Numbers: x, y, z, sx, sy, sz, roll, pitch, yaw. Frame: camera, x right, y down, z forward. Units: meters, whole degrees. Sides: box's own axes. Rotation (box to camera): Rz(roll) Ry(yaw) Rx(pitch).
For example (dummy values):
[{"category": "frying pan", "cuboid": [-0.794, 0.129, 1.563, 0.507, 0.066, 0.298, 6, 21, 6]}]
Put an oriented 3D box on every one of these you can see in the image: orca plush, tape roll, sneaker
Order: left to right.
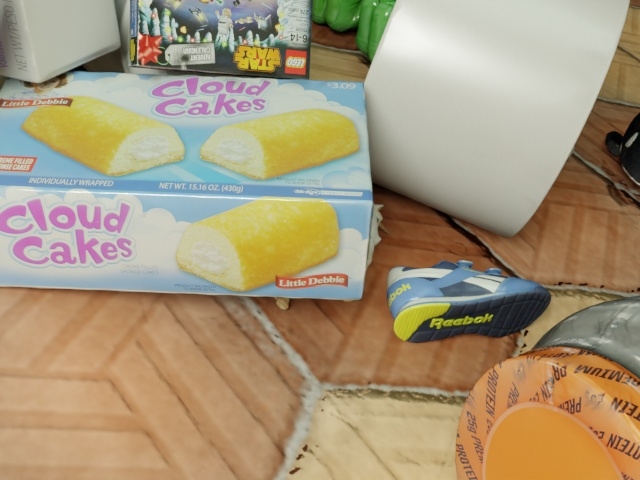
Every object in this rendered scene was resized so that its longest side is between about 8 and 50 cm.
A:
[{"category": "sneaker", "cuboid": [0.117, 0.042, 0.629, 0.144, 0.053, 0.059, 2, 40, -24]}, {"category": "tape roll", "cuboid": [0.138, -0.144, 0.707, 0.169, 0.246, 0.246, 22, 38, 4]}, {"category": "orca plush", "cuboid": [0.441, -0.142, 0.930, 0.287, 0.102, 0.151, -14, 34, -35]}]

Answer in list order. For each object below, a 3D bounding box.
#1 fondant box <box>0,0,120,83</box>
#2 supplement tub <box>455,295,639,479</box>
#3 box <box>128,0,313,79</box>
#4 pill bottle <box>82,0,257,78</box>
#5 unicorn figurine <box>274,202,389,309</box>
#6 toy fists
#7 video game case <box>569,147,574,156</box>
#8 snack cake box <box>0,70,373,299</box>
[{"category": "fondant box", "cuboid": [-0.317, -0.265, 0.584, 0.330, 0.238, 0.096, 16, 36, 24]}, {"category": "supplement tub", "cuboid": [0.250, 0.121, 0.480, 0.315, 0.194, 0.194, -4, 44, -29]}, {"category": "box", "cuboid": [-0.071, -0.170, 0.590, 0.136, 0.094, 0.027, -2, 10, -27]}, {"category": "pill bottle", "cuboid": [-0.194, -0.269, 0.740, 0.361, 0.204, 0.204, 38, 41, 22]}, {"category": "unicorn figurine", "cuboid": [0.000, 0.000, 0.620, 0.161, 0.060, 0.111, 8, 42, -17]}, {"category": "toy fists", "cuboid": [0.083, -0.279, 0.946, 0.142, 0.096, 0.279, -20, 45, -25]}, {"category": "video game case", "cuboid": [0.197, -0.173, 0.949, 0.190, 0.022, 0.173, 16, 38, -8]}, {"category": "snack cake box", "cuboid": [-0.099, -0.044, 0.561, 0.264, 0.089, 0.152, 2, 41, -2]}]
